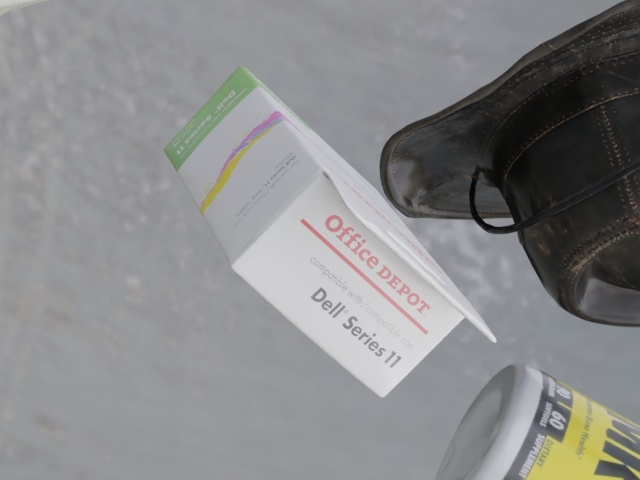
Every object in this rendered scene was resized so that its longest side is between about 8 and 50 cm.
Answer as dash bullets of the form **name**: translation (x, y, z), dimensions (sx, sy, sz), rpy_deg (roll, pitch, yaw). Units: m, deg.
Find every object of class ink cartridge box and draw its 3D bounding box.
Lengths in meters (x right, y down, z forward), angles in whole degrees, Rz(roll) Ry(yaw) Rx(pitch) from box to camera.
- **ink cartridge box**: translation (0.000, 0.000, 1.560), dimensions (0.207, 0.119, 0.353), rpy_deg (42, 6, -28)

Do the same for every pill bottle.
- **pill bottle**: translation (0.186, 0.175, 1.120), dimensions (0.119, 0.208, 0.119), rpy_deg (-60, -173, 12)

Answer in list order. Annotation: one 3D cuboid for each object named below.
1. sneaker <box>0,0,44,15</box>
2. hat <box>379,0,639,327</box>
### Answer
- **sneaker**: translation (-0.071, -0.161, 0.634), dimensions (0.131, 0.350, 0.148), rpy_deg (-179, -102, -68)
- **hat**: translation (0.199, -0.026, 1.026), dimensions (0.331, 0.331, 0.134), rpy_deg (49, 21, -71)
